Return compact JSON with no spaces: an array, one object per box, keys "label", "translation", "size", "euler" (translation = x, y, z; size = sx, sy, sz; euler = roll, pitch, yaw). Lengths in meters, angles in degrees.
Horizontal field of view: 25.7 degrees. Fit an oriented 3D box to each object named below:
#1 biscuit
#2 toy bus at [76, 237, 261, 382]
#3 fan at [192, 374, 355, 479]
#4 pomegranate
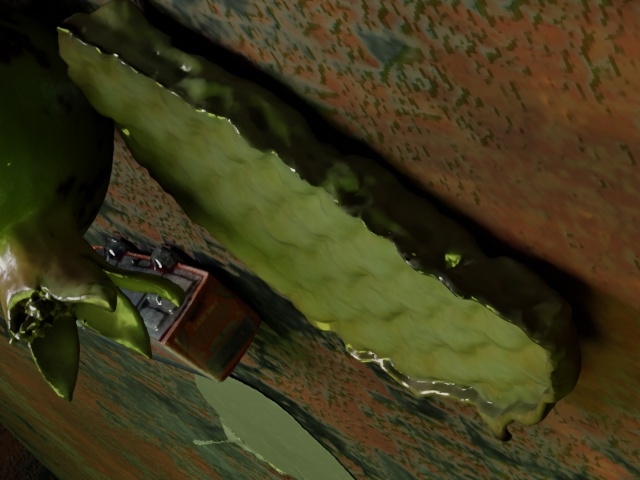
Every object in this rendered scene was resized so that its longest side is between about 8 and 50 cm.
[{"label":"biscuit","translation":[0.000,0.000,0.646],"size":[0.273,0.036,0.187],"euler":[35,161,17]},{"label":"toy bus","translation":[-0.115,0.047,0.945],"size":[0.077,0.065,0.192],"euler":[42,164,-26]},{"label":"fan","translation":[-0.060,0.169,1.194],"size":[0.182,0.010,0.310],"euler":[46,159,-12]},{"label":"pomegranate","translation":[-0.152,-0.032,0.707],"size":[0.220,0.156,0.156],"euler":[34,161,15]}]
